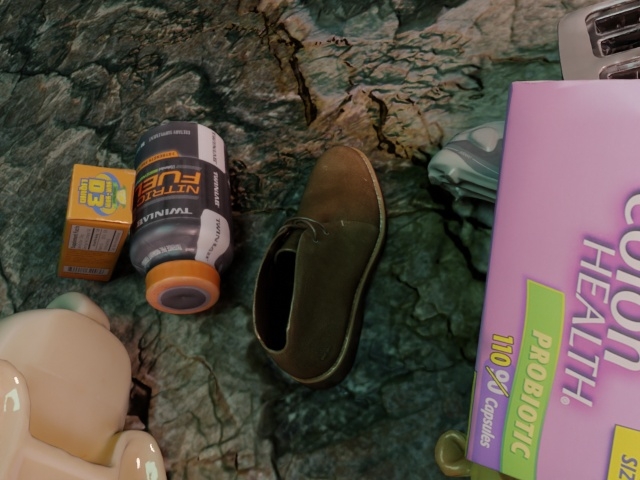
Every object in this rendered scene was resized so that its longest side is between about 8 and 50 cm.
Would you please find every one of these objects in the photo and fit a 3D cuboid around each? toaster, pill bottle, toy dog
[{"bbox_3d":[0.316,-0.146,0.546,0.186,0.110,0.167,-10,57,25],"label":"toaster"},{"bbox_3d":[-0.180,-0.029,0.746,0.131,0.130,0.245,-22,54,17],"label":"pill bottle"},{"bbox_3d":[-0.422,0.253,0.621,0.408,0.284,0.395,-29,51,15],"label":"toy dog"}]

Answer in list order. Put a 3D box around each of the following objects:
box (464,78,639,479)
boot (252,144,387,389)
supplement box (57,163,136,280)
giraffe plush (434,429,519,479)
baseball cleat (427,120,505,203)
[{"bbox_3d":[0.201,0.021,0.376,0.117,0.243,0.213,9,99,31],"label":"box"},{"bbox_3d":[0.000,0.000,0.637,0.112,0.115,0.305,-8,57,29],"label":"boot"},{"bbox_3d":[-0.302,-0.016,0.758,0.233,0.080,0.078,-38,50,55],"label":"supplement box"},{"bbox_3d":[0.175,0.200,0.407,0.210,0.182,0.170,-53,28,39],"label":"giraffe plush"},{"bbox_3d":[0.212,-0.072,0.586,0.206,0.072,0.109,29,72,35],"label":"baseball cleat"}]
